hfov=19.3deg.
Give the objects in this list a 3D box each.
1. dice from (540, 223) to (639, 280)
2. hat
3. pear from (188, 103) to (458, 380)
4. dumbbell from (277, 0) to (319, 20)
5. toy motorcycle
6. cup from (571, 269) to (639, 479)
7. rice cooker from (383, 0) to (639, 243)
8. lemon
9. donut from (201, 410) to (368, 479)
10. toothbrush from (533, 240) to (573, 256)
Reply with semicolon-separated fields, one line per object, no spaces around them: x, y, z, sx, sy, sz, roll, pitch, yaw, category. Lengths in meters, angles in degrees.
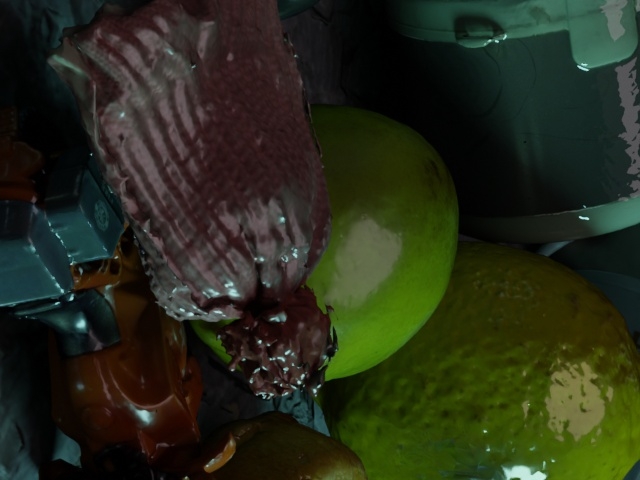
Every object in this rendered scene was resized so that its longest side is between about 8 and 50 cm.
0.377;-0.091;1.938;0.265;0.262;0.268;-17;106;-54;dice
-0.065;-0.029;1.232;0.237;0.107;0.286;-27;101;-51;hat
0.000;0.000;1.429;0.269;0.212;0.212;-53;135;-48;pear
-0.107;-0.289;1.268;0.406;0.179;0.179;33;66;-52;dumbbell
-0.157;0.069;1.279;0.221;0.148;0.325;-85;156;-44;toy motorcycle
0.259;0.250;1.809;0.311;0.257;0.331;-61;140;-30;cup
0.198;-0.160;1.659;0.288;0.288;0.277;-35;121;-49;rice cooker
0.140;0.123;1.580;0.253;0.310;0.253;10;90;-84;lemon
-0.050;0.241;1.434;0.226;0.114;0.226;-42;141;-47;donut
0.260;-0.028;1.790;0.354;0.024;0.029;-43;156;10;toothbrush
